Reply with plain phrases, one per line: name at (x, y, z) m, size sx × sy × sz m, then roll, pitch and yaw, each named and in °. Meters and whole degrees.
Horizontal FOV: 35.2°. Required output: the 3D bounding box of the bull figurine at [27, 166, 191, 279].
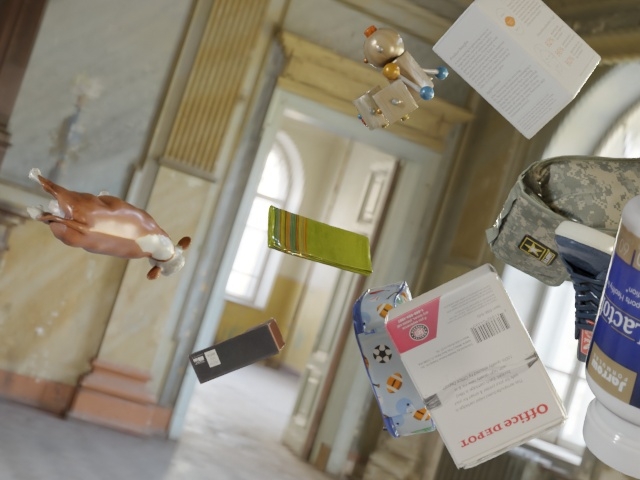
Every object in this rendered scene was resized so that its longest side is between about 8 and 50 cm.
bull figurine at (-0.352, -0.024, 1.671) m, size 0.188 × 0.101 × 0.310 m, roll 28°, pitch -1°, yaw 28°

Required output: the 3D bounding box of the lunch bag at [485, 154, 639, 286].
lunch bag at (0.440, -0.029, 1.703) m, size 0.287 × 0.168 × 0.235 m, roll 0°, pitch -25°, yaw -4°

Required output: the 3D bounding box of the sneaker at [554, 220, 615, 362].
sneaker at (0.419, 0.105, 1.486) m, size 0.131 × 0.148 × 0.350 m, roll 27°, pitch -11°, yaw 48°

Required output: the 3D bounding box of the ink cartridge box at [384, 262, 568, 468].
ink cartridge box at (0.201, 0.162, 1.309) m, size 0.159 × 0.217 × 0.092 m, roll -26°, pitch 4°, yaw 8°

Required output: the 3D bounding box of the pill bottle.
pill bottle at (0.350, 0.096, 1.002) m, size 0.153 × 0.264 × 0.153 m, roll 6°, pitch 22°, yaw -2°

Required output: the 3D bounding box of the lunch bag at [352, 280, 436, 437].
lunch bag at (0.159, 0.240, 2.018) m, size 0.115 × 0.303 × 0.243 m, roll -15°, pitch 5°, yaw 12°

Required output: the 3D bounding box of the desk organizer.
desk organizer at (-0.121, 0.160, 1.467) m, size 0.130 × 0.047 × 0.050 m, roll -23°, pitch 4°, yaw 12°

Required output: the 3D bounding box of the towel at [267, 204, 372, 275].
towel at (0.000, 0.000, 2.045) m, size 0.237 × 0.102 × 0.021 m, roll 17°, pitch -39°, yaw -25°

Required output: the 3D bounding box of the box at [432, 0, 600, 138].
box at (0.252, -0.239, 1.290) m, size 0.170 × 0.130 × 0.091 m, roll 43°, pitch -46°, yaw -1°

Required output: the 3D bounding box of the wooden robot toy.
wooden robot toy at (0.055, -0.148, 0.889) m, size 0.079 × 0.076 × 0.173 m, roll 56°, pitch 23°, yaw -9°
